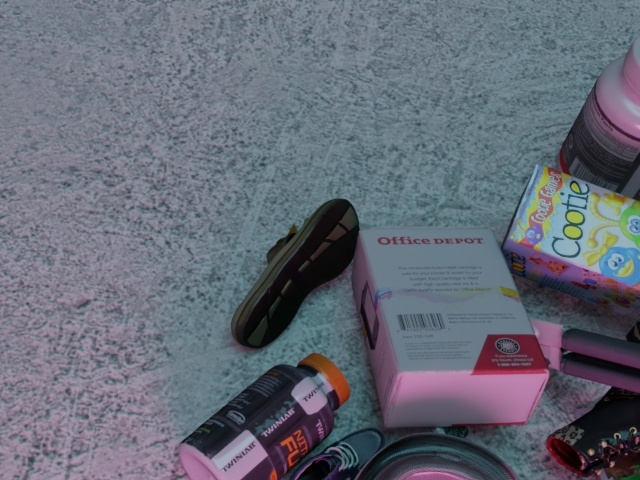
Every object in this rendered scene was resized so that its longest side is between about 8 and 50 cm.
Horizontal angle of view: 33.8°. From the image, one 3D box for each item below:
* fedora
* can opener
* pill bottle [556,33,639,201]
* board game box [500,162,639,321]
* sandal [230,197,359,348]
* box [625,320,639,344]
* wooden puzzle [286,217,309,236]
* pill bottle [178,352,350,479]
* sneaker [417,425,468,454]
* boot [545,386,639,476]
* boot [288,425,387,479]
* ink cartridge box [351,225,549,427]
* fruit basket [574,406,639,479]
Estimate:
[{"bbox_3d":[0.173,0.375,1.397,0.275,0.124,0.243,24,71,-1],"label":"fedora"},{"bbox_3d":[0.396,0.163,1.586,0.280,0.074,0.093,13,21,42],"label":"can opener"},{"bbox_3d":[0.533,-0.204,1.791,0.176,0.318,0.176,4,57,-7],"label":"pill bottle"},{"bbox_3d":[0.437,0.009,1.670,0.275,0.144,0.142,21,72,8],"label":"board game box"},{"bbox_3d":[-0.048,0.038,1.658,0.086,0.120,0.303,20,55,42],"label":"sandal"},{"bbox_3d":[0.552,0.167,1.716,0.083,0.052,0.062,-1,56,-10],"label":"box"},{"bbox_3d":[0.000,0.000,1.746,0.116,0.014,0.078,16,60,0],"label":"wooden puzzle"},{"bbox_3d":[-0.070,0.263,1.492,0.130,0.130,0.246,43,60,17],"label":"pill bottle"},{"bbox_3d":[0.187,0.286,1.552,0.076,0.065,0.166,10,40,-18],"label":"sneaker"},{"bbox_3d":[0.454,0.285,1.499,0.179,0.085,0.236,-28,22,-22],"label":"boot"},{"bbox_3d":[0.028,0.318,1.500,0.190,0.086,0.069,-35,70,-28],"label":"boot"},{"bbox_3d":[0.183,0.125,1.587,0.226,0.131,0.306,0,40,-11],"label":"ink cartridge box"},{"bbox_3d":[0.582,0.352,1.533,0.327,0.165,0.353,-8,49,-4],"label":"fruit basket"}]
